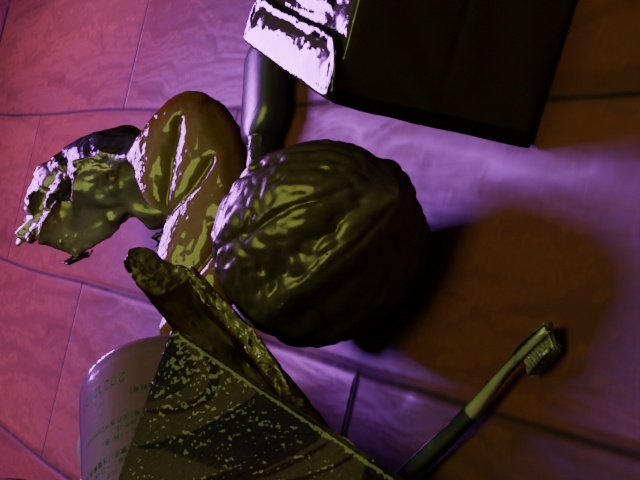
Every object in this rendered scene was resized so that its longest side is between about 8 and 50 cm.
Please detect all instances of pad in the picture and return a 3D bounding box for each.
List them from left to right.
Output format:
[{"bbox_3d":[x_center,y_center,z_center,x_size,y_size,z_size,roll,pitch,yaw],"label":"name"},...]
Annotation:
[{"bbox_3d":[-0.046,0.241,1.529,0.330,0.004,0.220,30,108,32],"label":"pad"}]

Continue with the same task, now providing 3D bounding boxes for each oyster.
[{"bbox_3d":[-0.245,-0.062,2.249,0.337,0.133,0.198,-6,37,47],"label":"oyster"}]

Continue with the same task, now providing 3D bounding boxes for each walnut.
[{"bbox_3d":[0.001,-0.001,1.583,0.230,0.178,0.178,-30,50,52],"label":"walnut"}]

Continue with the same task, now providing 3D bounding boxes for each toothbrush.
[{"bbox_3d":[0.108,0.145,1.435,0.288,0.024,0.026,-50,47,46],"label":"toothbrush"}]

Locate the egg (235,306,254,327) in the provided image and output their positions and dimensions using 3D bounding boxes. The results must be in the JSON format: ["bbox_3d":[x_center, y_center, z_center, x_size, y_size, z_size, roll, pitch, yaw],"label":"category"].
[{"bbox_3d":[-0.039,0.012,1.745,0.114,0.114,0.152,162,119,-65],"label":"egg"}]

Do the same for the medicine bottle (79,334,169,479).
[{"bbox_3d":[-0.141,0.251,1.767,0.291,0.178,0.178,-100,32,-44],"label":"medicine bottle"}]

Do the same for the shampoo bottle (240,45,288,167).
[{"bbox_3d":[-0.061,-0.142,1.990,0.080,0.040,0.165,-42,40,53],"label":"shampoo bottle"}]

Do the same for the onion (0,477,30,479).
[{"bbox_3d":[-0.312,0.422,1.915,0.353,0.353,0.354,-166,90,-68],"label":"onion"}]

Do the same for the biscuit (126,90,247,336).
[{"bbox_3d":[-0.137,-0.036,2.032,0.154,0.045,0.299,-31,55,26],"label":"biscuit"}]

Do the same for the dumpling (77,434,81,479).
[{"bbox_3d":[-0.229,0.234,2.102,0.134,0.099,0.169,149,134,-77],"label":"dumpling"}]

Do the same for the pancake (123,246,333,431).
[{"bbox_3d":[-0.064,0.129,1.648,0.257,0.056,0.212,46,168,31],"label":"pancake"}]

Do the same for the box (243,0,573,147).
[{"bbox_3d":[0.069,-0.192,1.522,0.252,0.188,0.153,-136,60,-68],"label":"box"}]
